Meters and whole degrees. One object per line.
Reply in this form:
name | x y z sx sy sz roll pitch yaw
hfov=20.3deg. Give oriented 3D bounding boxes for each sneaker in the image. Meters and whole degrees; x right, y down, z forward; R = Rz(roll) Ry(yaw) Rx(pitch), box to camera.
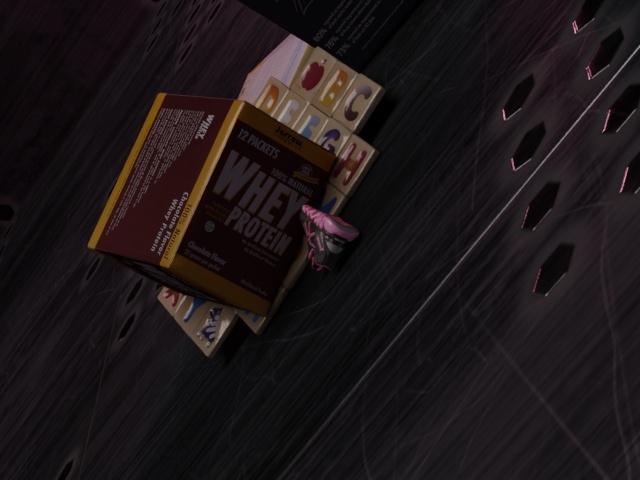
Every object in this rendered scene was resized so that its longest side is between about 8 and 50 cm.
sneaker | 0.000 0.000 1.773 0.119 0.047 0.057 -140 70 -75

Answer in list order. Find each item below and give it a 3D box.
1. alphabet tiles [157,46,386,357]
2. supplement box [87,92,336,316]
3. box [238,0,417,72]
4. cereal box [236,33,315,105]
alphabet tiles | -0.059 -0.046 1.953 0.342 0.011 0.285 -57 31 5
supplement box | -0.118 -0.041 1.896 0.194 0.129 0.191 10 74 57
box | 0.005 -0.319 2.053 0.153 0.207 0.108 -47 19 38
cereal box | -0.054 -0.190 2.299 0.240 0.047 0.173 -34 28 56
